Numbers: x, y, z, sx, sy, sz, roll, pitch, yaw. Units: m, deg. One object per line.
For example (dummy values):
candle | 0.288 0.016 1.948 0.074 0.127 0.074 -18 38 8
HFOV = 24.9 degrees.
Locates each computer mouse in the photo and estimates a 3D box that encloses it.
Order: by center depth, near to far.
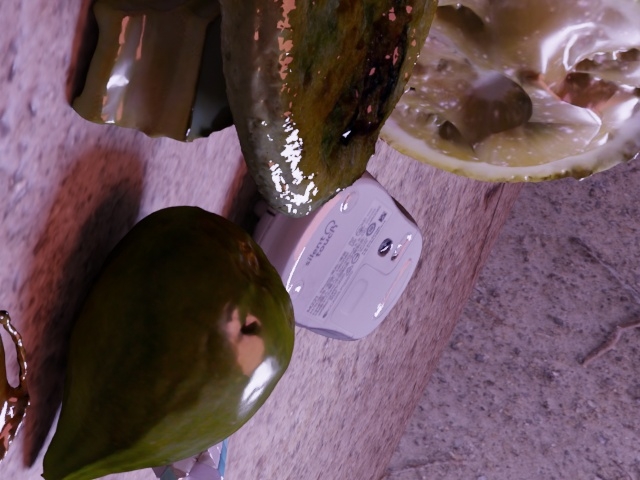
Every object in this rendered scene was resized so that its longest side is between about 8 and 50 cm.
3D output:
computer mouse | 0.000 0.000 1.451 0.184 0.121 0.297 -58 153 5

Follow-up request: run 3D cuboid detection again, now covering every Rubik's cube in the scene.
Rubik's cube | -0.129 0.180 1.327 0.075 0.073 0.084 -68 144 -68

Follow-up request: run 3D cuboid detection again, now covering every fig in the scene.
fig | -0.106 0.090 1.064 0.167 0.167 0.233 -9 114 -76

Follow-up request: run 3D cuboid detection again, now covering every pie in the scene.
pie | 0.014 -0.163 0.982 0.323 0.071 0.323 11 90 -69

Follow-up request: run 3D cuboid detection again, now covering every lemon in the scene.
lemon | 0.182 -0.256 1.319 0.364 0.364 0.364 22 90 -78

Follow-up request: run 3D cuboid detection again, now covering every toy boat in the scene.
toy boat | -0.066 -0.145 1.004 0.276 0.084 0.111 -42 150 -61

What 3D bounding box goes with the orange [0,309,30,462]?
orange | -0.220 0.077 0.674 0.170 0.112 0.160 23 101 -54
